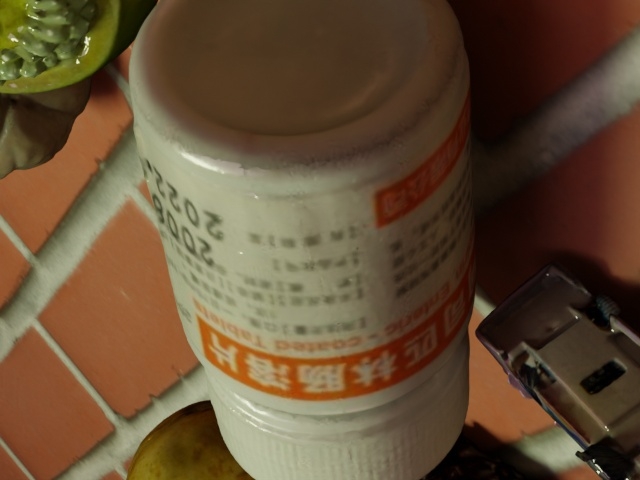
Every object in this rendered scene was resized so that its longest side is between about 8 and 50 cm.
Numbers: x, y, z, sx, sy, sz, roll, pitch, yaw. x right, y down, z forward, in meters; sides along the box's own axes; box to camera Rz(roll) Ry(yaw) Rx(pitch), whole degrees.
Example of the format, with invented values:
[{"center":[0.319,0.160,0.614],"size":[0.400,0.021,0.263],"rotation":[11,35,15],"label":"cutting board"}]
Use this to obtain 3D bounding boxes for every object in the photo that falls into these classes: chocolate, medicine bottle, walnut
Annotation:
[{"center":[0.107,0.224,1.576],"size":[0.133,0.156,0.156],"rotation":[56,162,32],"label":"chocolate"},{"center":[0.000,0.000,1.251],"size":[0.211,0.211,0.371],"rotation":[35,151,31],"label":"medicine bottle"},{"center":[-0.315,-0.154,1.671],"size":[0.224,0.224,0.224],"rotation":[39,153,24],"label":"walnut"}]

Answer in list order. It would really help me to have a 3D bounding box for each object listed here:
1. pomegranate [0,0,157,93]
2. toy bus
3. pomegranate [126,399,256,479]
[{"center":[-0.191,-0.230,1.323],"size":[0.341,0.260,0.260],"rotation":[12,145,11],"label":"pomegranate"},{"center":[0.202,0.116,1.200],"size":[0.112,0.090,0.274],"rotation":[48,180,-29],"label":"toy bus"},{"center":[-0.079,0.283,1.833],"size":[0.260,0.260,0.260],"rotation":[39,153,24],"label":"pomegranate"}]
